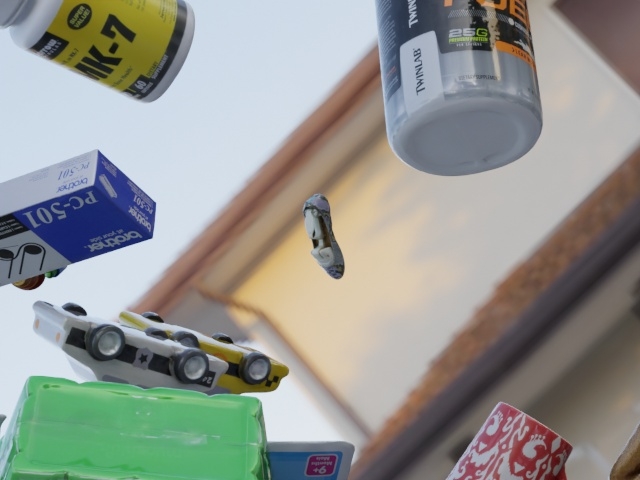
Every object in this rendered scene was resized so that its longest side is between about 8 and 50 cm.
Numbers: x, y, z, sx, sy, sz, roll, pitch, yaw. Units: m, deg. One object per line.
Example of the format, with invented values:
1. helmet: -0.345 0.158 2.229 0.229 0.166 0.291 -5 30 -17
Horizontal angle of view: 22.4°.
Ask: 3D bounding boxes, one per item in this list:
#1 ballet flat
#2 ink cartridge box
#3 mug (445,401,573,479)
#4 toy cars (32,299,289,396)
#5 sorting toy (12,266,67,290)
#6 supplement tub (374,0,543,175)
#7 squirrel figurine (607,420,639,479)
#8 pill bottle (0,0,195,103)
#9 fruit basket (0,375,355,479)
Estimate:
1. ballet flat: 0.000 0.000 2.039 0.041 0.114 0.041 -13 13 3
2. ink cartridge box: -0.267 -0.016 1.525 0.207 0.046 0.097 -17 -39 25
3. mug: 0.195 0.273 1.700 0.169 0.150 0.113 -58 27 -6
4. toy cars: -0.164 0.132 1.657 0.393 0.176 0.087 19 -90 -73
5. sorting toy: -0.312 0.019 1.785 0.102 0.061 0.042 -55 1 21
6. supplement tub: 0.167 -0.257 2.027 0.193 0.316 0.193 -4 -28 -2
7. squirrel figurine: 0.471 0.344 1.638 0.281 0.370 0.397 -14 -42 -54
8. pill bottle: -0.244 -0.232 1.656 0.208 0.119 0.119 23 -59 -27
9. fruit basket: -0.158 0.283 1.306 0.165 0.327 0.353 -94 13 -58
